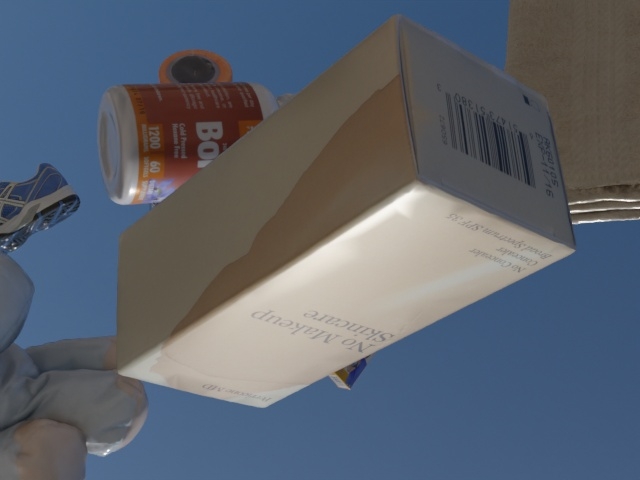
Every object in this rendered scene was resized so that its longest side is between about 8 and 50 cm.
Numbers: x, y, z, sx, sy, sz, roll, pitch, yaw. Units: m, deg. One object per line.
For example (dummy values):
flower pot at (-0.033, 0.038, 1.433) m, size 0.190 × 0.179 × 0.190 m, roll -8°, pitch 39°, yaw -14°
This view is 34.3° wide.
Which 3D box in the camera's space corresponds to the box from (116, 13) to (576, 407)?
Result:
box at (0.000, 0.000, 0.705) m, size 0.311 × 0.148 × 0.121 m, roll -34°, pitch -131°, yaw 41°

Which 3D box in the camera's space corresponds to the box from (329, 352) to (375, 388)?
box at (0.044, 0.111, 1.320) m, size 0.136 × 0.081 × 0.028 m, roll -52°, pitch -152°, yaw -22°

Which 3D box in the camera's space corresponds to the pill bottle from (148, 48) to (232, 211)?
pill bottle at (-0.154, -0.116, 1.291) m, size 0.130 × 0.246 × 0.130 m, roll 3°, pitch -132°, yaw -3°

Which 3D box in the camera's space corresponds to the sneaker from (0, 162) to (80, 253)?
sneaker at (-0.457, -0.036, 1.509) m, size 0.211 × 0.080 × 0.081 m, roll -29°, pitch -102°, yaw -6°

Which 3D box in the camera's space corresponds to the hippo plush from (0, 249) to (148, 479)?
hippo plush at (-0.321, 0.104, 0.988) m, size 0.294 × 0.237 × 0.234 m, roll -11°, pitch -158°, yaw 28°

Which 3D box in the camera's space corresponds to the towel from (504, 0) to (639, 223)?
towel at (0.252, -0.131, 0.900) m, size 0.187 × 0.049 × 0.282 m, roll -2°, pitch -126°, yaw 19°

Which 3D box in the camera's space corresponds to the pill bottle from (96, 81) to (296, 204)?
pill bottle at (-0.113, -0.104, 1.075) m, size 0.121 × 0.216 × 0.121 m, roll 174°, pitch -90°, yaw -66°
